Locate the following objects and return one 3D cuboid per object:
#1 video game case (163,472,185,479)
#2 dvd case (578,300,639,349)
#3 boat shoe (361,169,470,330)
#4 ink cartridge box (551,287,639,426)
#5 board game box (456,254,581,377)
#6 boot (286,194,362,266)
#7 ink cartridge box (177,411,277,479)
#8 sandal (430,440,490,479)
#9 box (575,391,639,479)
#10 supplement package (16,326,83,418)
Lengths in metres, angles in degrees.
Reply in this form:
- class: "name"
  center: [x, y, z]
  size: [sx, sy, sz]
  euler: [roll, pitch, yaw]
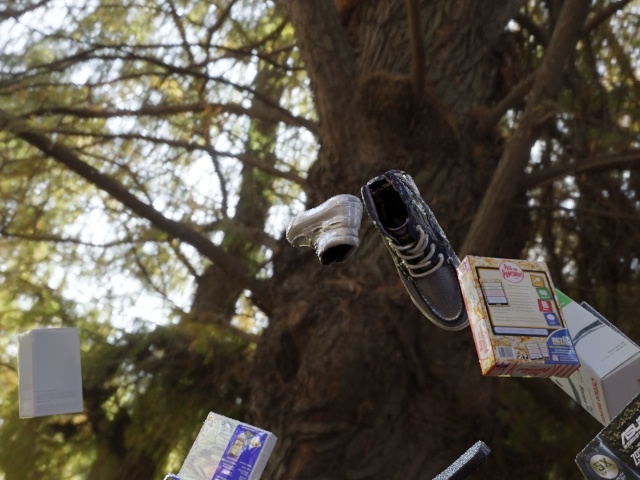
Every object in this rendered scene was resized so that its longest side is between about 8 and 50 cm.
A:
- class: "video game case"
  center: [-0.245, 0.519, 1.245]
  size: [0.061, 0.244, 0.269]
  euler: [41, -23, -22]
- class: "dvd case"
  center: [0.541, 0.245, 1.498]
  size: [0.239, 0.029, 0.179]
  euler: [41, -44, 5]
- class: "boat shoe"
  center: [0.178, 0.021, 1.460]
  size: [0.127, 0.340, 0.158]
  euler: [-31, -9, 16]
- class: "ink cartridge box"
  center: [0.446, 0.201, 1.302]
  size: [0.208, 0.087, 0.153]
  euler: [45, -15, 54]
- class: "board game box"
  center: [0.306, 0.117, 1.210]
  size: [0.147, 0.193, 0.045]
  euler: [5, -38, -16]
- class: "boot"
  center: [0.000, 0.000, 1.694]
  size: [0.095, 0.123, 0.258]
  euler: [16, -27, -25]
- class: "ink cartridge box"
  center: [-0.228, 0.527, 1.821]
  size: [0.206, 0.208, 0.045]
  euler: [8, -30, 37]
- class: "sandal"
  center: [0.277, 0.533, 1.666]
  size: [0.054, 0.097, 0.254]
  euler: [44, -65, 5]
- class: "box"
  center: [0.398, 0.219, 0.847]
  size: [0.147, 0.077, 0.180]
  euler: [11, -55, -29]
- class: "supplement package"
  center: [-0.573, 0.279, 1.635]
  size: [0.105, 0.179, 0.105]
  euler: [2, -13, -37]
